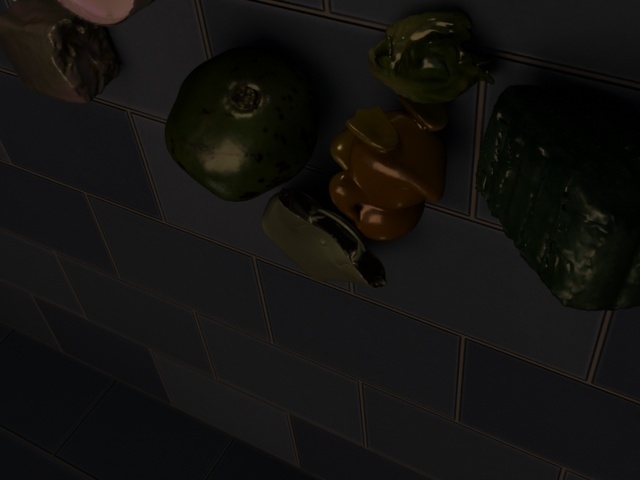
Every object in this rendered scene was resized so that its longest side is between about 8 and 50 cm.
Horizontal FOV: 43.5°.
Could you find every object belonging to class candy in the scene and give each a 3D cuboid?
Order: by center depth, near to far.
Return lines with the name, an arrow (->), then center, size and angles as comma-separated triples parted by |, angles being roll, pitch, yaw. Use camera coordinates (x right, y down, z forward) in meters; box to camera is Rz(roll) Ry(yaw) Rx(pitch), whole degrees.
candy -> -0.491, -0.367, 1.494 | 0.195, 0.137, 0.185 | 17, 141, 29

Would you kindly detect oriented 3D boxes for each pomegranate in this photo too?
pomegranate -> -0.128, -0.182, 1.313 | 0.254, 0.254, 0.270 | 39, 163, -5

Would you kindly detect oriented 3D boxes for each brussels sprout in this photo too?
brussels sprout -> 0.150, -0.245, 1.122 | 0.181, 0.100, 0.139 | -8, 145, 25

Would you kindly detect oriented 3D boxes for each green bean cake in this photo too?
green bean cake -> 0.382, -0.059, 1.010 | 0.308, 0.300, 0.169 | -3, 130, -14

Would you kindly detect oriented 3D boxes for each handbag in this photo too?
handbag -> 0.000, 0.000, 1.418 | 0.241, 0.109, 0.315 | 42, 175, -11

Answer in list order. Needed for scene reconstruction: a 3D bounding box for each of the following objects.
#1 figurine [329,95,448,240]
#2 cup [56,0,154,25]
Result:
figurine -> 0.109, -0.107, 1.242 | 0.215, 0.215, 0.228 | 41, 159, -7
cup -> -0.247, -0.439, 1.072 | 0.253, 0.274, 0.253 | 23, 143, 18
